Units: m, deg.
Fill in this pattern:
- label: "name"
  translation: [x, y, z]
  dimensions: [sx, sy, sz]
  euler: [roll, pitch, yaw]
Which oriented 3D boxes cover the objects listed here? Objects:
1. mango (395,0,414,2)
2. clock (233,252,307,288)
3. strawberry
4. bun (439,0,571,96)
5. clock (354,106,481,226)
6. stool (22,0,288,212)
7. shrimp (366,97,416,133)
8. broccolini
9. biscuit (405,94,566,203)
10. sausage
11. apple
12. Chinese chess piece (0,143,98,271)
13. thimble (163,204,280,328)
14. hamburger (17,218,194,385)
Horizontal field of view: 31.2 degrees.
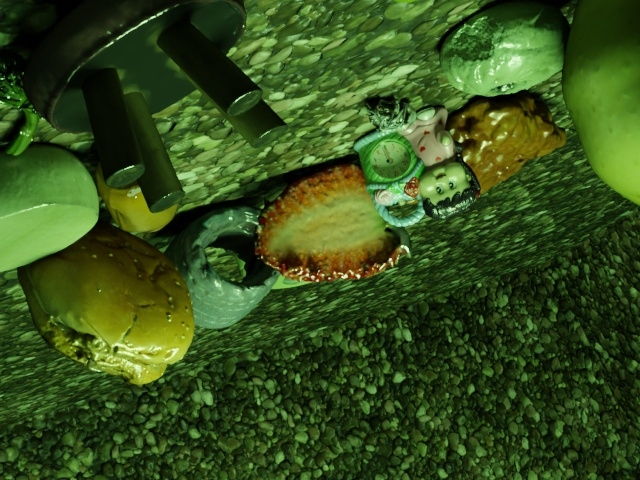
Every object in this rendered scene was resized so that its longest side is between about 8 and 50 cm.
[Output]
- label: "mango"
  translation: [0.088, -0.328, 1.375]
  dimensions: [0.091, 0.074, 0.165]
  euler: [-30, 164, 39]
- label: "clock"
  translation: [0.000, 0.000, 2.450]
  dimensions: [0.286, 0.117, 0.348]
  euler: [-28, 167, 22]
- label: "strawberry"
  translation: [-0.002, -0.022, 2.128]
  dimensions: [0.306, 0.233, 0.137]
  euler: [-9, 161, -21]
- label: "bun"
  translation: [0.298, -0.289, 1.789]
  dimensions: [0.221, 0.108, 0.221]
  euler: [-21, 167, -5]
- label: "clock"
  translation: [0.176, -0.122, 2.079]
  dimensions: [0.194, 0.195, 0.100]
  euler: [-24, 170, 3]
- label: "stool"
  translation: [-0.179, -0.167, 1.300]
  dimensions: [0.272, 0.178, 0.272]
  euler: [-30, 168, -7]
- label: "shrimp"
  translation: [0.113, -0.211, 1.927]
  dimensions: [0.065, 0.056, 0.165]
  euler: [-10, -178, 21]
- label: "broccolini"
  translation: [-0.399, -0.144, 1.384]
  dimensions: [0.123, 0.062, 0.271]
  euler: [-13, 167, -12]
- label: "biscuit"
  translation: [0.311, -0.177, 2.263]
  dimensions: [0.312, 0.110, 0.318]
  euler: [-32, 164, 29]
- label: "sausage"
  translation: [-0.277, -0.068, 1.761]
  dimensions: [0.112, 0.112, 0.328]
  euler: [-20, 167, -8]
- label: "apple"
  translation: [0.566, -0.247, 1.654]
  dimensions: [0.474, 0.473, 0.473]
  euler: [-21, 167, -5]
- label: "Chinese chess piece"
  translation: [-0.439, -0.040, 1.614]
  dimensions: [0.250, 0.101, 0.250]
  euler: [-21, 167, -5]
- label: "thimble"
  translation: [-0.174, 0.044, 2.150]
  dimensions: [0.236, 0.205, 0.172]
  euler: [-15, 164, -40]
- label: "hamburger"
  translation: [-0.341, 0.092, 1.822]
  dimensions: [0.290, 0.314, 0.170]
  euler: [21, 117, -41]
